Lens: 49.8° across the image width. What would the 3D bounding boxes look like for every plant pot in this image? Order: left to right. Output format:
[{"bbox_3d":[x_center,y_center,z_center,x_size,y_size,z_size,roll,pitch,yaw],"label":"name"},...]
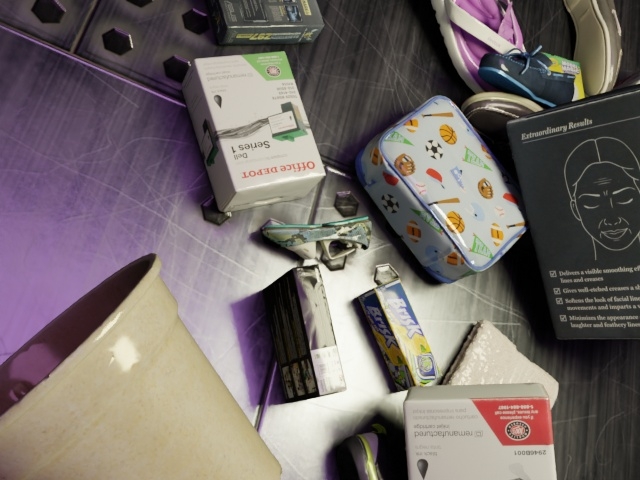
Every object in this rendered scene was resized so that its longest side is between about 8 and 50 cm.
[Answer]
[{"bbox_3d":[-0.218,0.238,0.784,0.305,0.334,0.334,52,60,-15],"label":"plant pot"}]

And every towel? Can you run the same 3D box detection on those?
[{"bbox_3d":[0.271,0.285,1.123,0.187,0.049,0.282,41,61,-8],"label":"towel"}]

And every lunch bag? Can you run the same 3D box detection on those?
[{"bbox_3d":[0.223,-0.087,1.189,0.243,0.115,0.303,-38,92,-35],"label":"lunch bag"}]

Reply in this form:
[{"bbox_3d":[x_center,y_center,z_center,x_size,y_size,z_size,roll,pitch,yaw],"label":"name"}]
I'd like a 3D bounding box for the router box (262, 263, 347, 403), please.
[{"bbox_3d":[-0.027,0.136,0.985,0.046,0.133,0.179,-6,76,-26],"label":"router box"}]

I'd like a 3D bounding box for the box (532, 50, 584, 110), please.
[{"bbox_3d":[0.496,-0.313,1.431,0.105,0.043,0.179,6,69,-23],"label":"box"}]

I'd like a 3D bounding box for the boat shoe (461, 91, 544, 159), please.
[{"bbox_3d":[0.393,-0.192,1.310,0.285,0.103,0.092,21,61,-24],"label":"boat shoe"}]

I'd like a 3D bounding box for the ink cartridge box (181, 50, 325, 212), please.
[{"bbox_3d":[-0.105,-0.170,1.074,0.160,0.092,0.219,-14,79,-28],"label":"ink cartridge box"}]

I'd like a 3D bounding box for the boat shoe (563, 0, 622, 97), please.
[{"bbox_3d":[0.607,-0.452,1.489,0.095,0.112,0.335,6,67,-18],"label":"boat shoe"}]

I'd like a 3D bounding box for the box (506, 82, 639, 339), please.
[{"bbox_3d":[0.524,-0.054,1.140,0.212,0.293,0.396,-23,101,-44],"label":"box"}]

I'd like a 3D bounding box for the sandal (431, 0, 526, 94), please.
[{"bbox_3d":[0.305,-0.430,1.298,0.169,0.102,0.416,-39,108,-21],"label":"sandal"}]

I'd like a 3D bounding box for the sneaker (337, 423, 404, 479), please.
[{"bbox_3d":[0.099,0.384,0.989,0.097,0.084,0.235,-6,76,-28],"label":"sneaker"}]

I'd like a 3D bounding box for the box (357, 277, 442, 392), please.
[{"bbox_3d":[0.125,0.150,1.093,0.054,0.059,0.169,-20,82,-31],"label":"box"}]

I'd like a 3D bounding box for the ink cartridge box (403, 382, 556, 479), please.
[{"bbox_3d":[0.225,0.347,0.963,0.197,0.114,0.273,-5,89,12],"label":"ink cartridge box"}]

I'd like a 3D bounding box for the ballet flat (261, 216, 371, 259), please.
[{"bbox_3d":[0.000,0.000,1.086,0.188,0.070,0.070,-6,76,-23],"label":"ballet flat"}]

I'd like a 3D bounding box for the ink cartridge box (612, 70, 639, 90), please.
[{"bbox_3d":[0.645,-0.286,1.442,0.175,0.127,0.072,-41,95,-29],"label":"ink cartridge box"}]

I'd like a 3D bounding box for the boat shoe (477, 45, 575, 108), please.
[{"bbox_3d":[0.384,-0.313,1.285,0.258,0.109,0.089,8,104,-46],"label":"boat shoe"}]

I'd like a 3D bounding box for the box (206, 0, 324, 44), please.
[{"bbox_3d":[-0.113,-0.451,1.183,0.183,0.059,0.233,-12,78,-27],"label":"box"}]
